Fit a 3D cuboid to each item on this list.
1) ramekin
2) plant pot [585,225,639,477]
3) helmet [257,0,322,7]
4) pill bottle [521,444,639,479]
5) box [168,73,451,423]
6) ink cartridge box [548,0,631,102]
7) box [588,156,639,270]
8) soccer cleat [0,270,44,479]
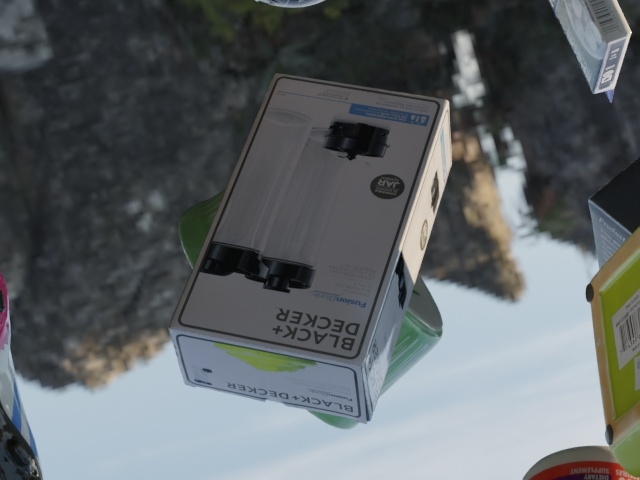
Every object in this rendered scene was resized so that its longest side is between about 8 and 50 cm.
[{"bbox_3d":[-0.001,0.042,1.770,0.148,0.303,0.303,-39,-177,11],"label":"ramekin"},{"bbox_3d":[0.352,0.078,1.345,0.207,0.227,0.228,4,153,-13],"label":"plant pot"},{"bbox_3d":[-0.024,-0.320,1.643,0.169,0.161,0.169,-35,-155,20],"label":"helmet"},{"bbox_3d":[0.283,0.383,1.667,0.181,0.181,0.323,-13,-138,24],"label":"pill bottle"},{"bbox_3d":[0.000,0.000,1.386,0.169,0.087,0.290,11,-125,14],"label":"box"},{"bbox_3d":[0.356,-0.312,2.228,0.045,0.206,0.208,-19,159,-4],"label":"ink cartridge box"},{"bbox_3d":[0.498,0.034,1.868,0.293,0.395,0.212,-38,-125,-12],"label":"box"},{"bbox_3d":[-0.368,0.139,1.658,0.116,0.331,0.143,-15,-170,-22],"label":"soccer cleat"}]
